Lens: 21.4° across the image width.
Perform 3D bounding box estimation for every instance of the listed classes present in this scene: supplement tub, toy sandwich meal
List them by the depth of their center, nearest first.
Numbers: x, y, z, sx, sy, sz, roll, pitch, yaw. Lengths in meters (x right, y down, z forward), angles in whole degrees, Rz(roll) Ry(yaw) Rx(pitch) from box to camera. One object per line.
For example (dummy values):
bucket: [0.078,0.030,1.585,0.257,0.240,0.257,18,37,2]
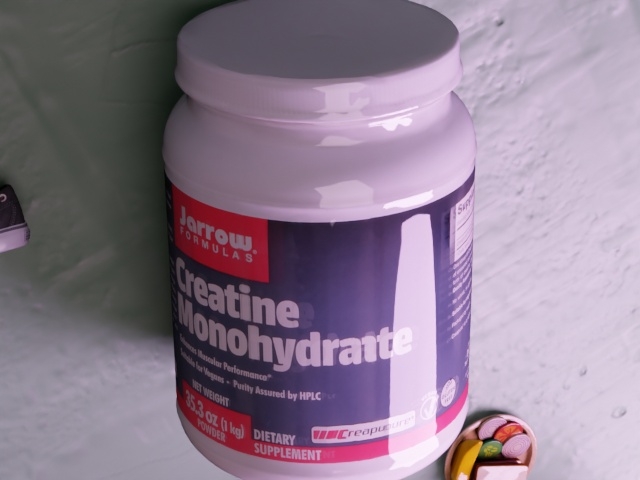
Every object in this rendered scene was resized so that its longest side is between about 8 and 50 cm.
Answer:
supplement tub: [0.000,0.000,1.051,0.191,0.191,0.272,-10,117,-17]
toy sandwich meal: [0.131,0.172,1.277,0.086,0.029,0.085,-9,116,-18]

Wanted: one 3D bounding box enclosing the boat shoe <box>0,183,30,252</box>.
boat shoe: [-0.251,-0.001,1.039,0.142,0.049,0.040,-14,99,-17]
